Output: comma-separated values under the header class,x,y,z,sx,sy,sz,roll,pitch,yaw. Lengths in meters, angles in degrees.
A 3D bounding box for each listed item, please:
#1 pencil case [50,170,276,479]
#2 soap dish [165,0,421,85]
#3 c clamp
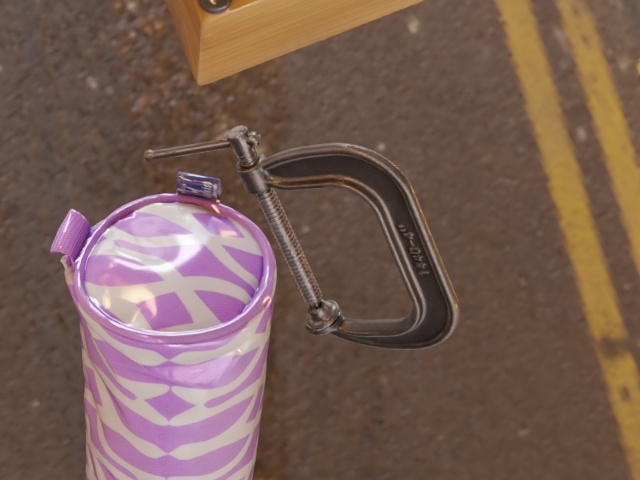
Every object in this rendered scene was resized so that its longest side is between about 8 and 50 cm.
class,x,y,z,sx,sy,sz,roll,pitch,yaw
pencil case,-0.068,0.075,0.685,0.088,0.206,0.086,8,42,1
soap dish,0.003,-0.270,1.165,0.118,0.290,0.229,32,38,-83
c clamp,0.000,0.000,0.874,0.161,0.137,0.022,61,35,-28
